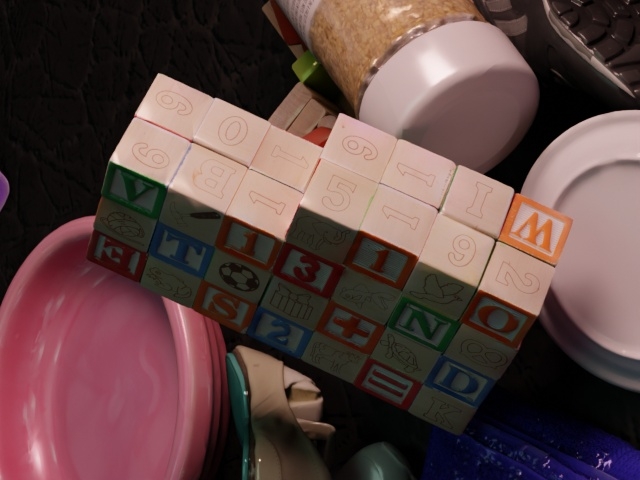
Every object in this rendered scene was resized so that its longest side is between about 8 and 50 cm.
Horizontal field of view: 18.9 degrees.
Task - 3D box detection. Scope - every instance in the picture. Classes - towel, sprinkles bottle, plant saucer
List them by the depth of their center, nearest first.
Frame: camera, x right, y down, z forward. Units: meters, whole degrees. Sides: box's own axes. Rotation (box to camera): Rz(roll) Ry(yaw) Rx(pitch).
[{"bbox_3d":[0.171,0.243,1.321,0.308,0.076,0.228,23,102,48],"label":"towel"},{"bbox_3d":[0.023,-0.197,1.402,0.121,0.121,0.355,-54,50,29],"label":"sprinkles bottle"},{"bbox_3d":[-0.189,0.146,1.742,0.332,0.084,0.332,-10,76,48],"label":"plant saucer"}]

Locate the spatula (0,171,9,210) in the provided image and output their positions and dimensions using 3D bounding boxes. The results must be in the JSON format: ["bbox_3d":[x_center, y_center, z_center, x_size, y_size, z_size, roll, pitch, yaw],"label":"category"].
[{"bbox_3d":[-0.412,-0.124,2.074,0.084,0.030,0.296,-58,47,29],"label":"spatula"}]

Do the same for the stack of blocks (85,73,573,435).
[{"bbox_3d":[0.000,0.000,1.310,0.171,0.297,0.087,113,-178,-54],"label":"stack of blocks"}]

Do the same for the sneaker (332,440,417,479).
[{"bbox_3d":[-0.005,0.257,1.508,0.090,0.095,0.235,48,117,43],"label":"sneaker"}]

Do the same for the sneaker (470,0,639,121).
[{"bbox_3d":[0.166,-0.150,1.387,0.283,0.107,0.124,53,142,40],"label":"sneaker"}]

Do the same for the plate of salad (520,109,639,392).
[{"bbox_3d":[0.224,0.008,1.297,0.199,0.048,0.200,11,110,31],"label":"plate of salad"}]

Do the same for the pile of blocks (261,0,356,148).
[{"bbox_3d":[0.030,-0.079,1.467,0.149,0.112,0.362,-21,63,28],"label":"pile of blocks"}]

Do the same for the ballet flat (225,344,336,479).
[{"bbox_3d":[-0.030,0.151,1.546,0.248,0.086,0.086,-106,37,-68],"label":"ballet flat"}]
